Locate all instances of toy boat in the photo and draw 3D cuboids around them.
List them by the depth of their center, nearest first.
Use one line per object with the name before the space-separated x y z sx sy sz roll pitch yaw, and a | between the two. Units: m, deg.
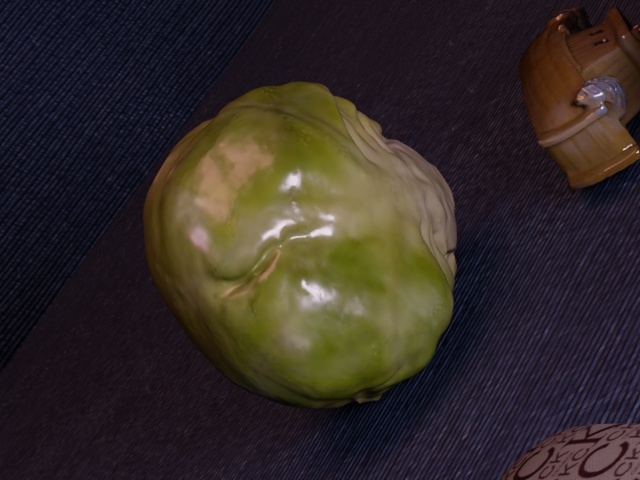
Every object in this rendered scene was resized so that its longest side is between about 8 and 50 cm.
toy boat | 0.237 -0.143 1.683 0.121 0.089 0.321 -37 15 16

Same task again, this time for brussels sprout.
brussels sprout | -0.013 -0.003 1.651 0.243 0.273 0.316 -62 3 35

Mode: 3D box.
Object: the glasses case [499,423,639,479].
glasses case | 0.176 0.166 1.037 0.137 0.085 0.354 -51 15 -16
